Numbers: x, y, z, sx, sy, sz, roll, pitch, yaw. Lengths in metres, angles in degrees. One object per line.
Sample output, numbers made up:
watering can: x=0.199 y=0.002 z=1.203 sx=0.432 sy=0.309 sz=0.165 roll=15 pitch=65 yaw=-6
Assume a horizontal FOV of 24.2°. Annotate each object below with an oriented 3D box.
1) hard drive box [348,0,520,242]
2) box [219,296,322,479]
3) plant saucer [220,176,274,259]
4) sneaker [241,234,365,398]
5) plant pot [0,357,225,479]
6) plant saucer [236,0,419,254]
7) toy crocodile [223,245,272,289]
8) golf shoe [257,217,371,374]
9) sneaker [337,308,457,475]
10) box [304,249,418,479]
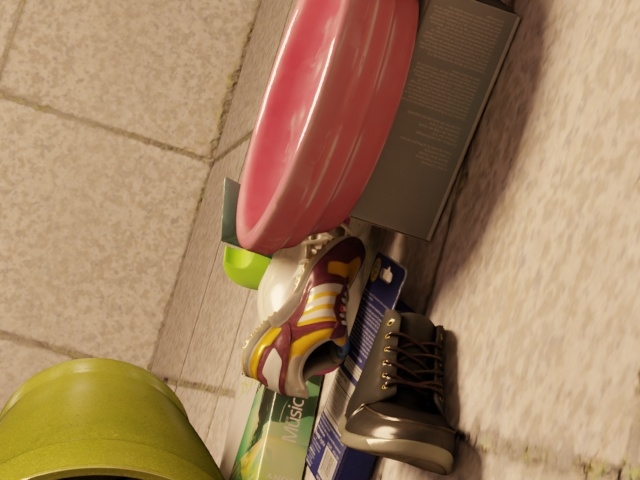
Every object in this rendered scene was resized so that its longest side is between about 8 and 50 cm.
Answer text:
hard drive box: x=0.095 y=-0.141 z=1.457 sx=0.181 sy=0.089 sz=0.232 roll=-104 pitch=33 yaw=-70
box: x=-0.054 y=0.179 z=1.768 sx=0.232 sy=0.059 sz=0.322 roll=128 pitch=155 yaw=-61
plant saucer: x=-0.070 y=-0.021 z=1.620 sx=0.192 sy=0.018 sz=0.067 roll=26 pitch=-113 yaw=-75
sneaker: x=0.006 y=0.077 z=1.458 sx=0.185 sy=0.084 sz=0.069 roll=-53 pitch=-30 yaw=-24
plant pot: x=-0.249 y=0.310 z=1.650 sx=0.353 sy=0.367 sz=0.366 roll=-108 pitch=36 yaw=-64
plant saucer: x=0.010 y=-0.139 z=1.422 sx=0.332 sy=0.084 sz=0.332 roll=-162 pitch=90 yaw=-78
toy crocodile: x=-0.027 y=-0.060 z=1.881 sx=0.340 sy=0.105 sz=0.115 roll=121 pitch=163 yaw=-47
golf shoe: x=0.000 y=0.000 z=1.591 sx=0.140 sy=0.115 sz=0.306 roll=102 pitch=175 yaw=-47
sneaker: x=0.067 y=0.117 z=1.212 sx=0.222 sy=0.083 sz=0.118 roll=-177 pitch=104 yaw=-80
box: x=0.045 y=0.127 z=1.420 sx=0.136 sy=0.037 sz=0.225 roll=-138 pitch=66 yaw=-78
